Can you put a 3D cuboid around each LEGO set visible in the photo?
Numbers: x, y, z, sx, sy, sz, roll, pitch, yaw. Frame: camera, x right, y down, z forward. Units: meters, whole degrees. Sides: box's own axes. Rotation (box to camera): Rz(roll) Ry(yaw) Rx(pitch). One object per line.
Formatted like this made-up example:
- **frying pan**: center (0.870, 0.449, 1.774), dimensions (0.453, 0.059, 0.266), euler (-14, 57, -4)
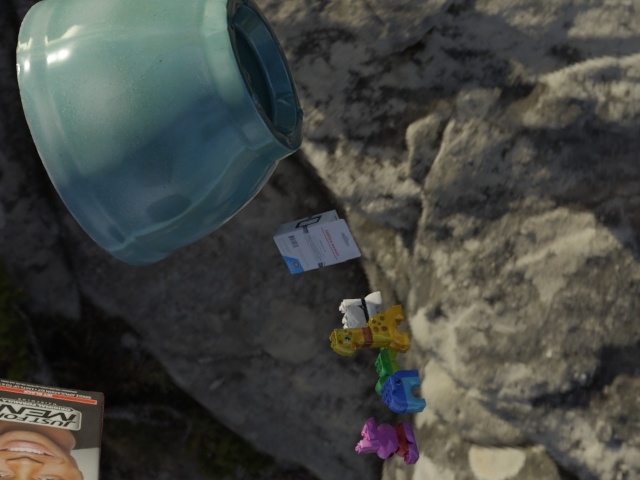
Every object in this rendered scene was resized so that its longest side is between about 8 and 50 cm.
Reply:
- **LEGO set**: center (0.057, 0.148, 1.338), dimensions (0.093, 0.227, 0.087), euler (-2, 146, -16)

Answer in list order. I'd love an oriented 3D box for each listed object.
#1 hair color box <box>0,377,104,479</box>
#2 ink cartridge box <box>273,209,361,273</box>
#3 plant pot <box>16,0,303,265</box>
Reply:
- **hair color box**: center (-0.143, 0.117, 0.536), dimensions (0.072, 0.141, 0.043), euler (10, 107, -14)
- **ink cartridge box**: center (0.000, 0.000, 1.150), dimensions (0.083, 0.028, 0.048), euler (-14, 115, 26)
- **plant pot**: center (-0.138, -0.141, 1.137), dimensions (0.196, 0.293, 0.293), euler (-18, 106, 17)
